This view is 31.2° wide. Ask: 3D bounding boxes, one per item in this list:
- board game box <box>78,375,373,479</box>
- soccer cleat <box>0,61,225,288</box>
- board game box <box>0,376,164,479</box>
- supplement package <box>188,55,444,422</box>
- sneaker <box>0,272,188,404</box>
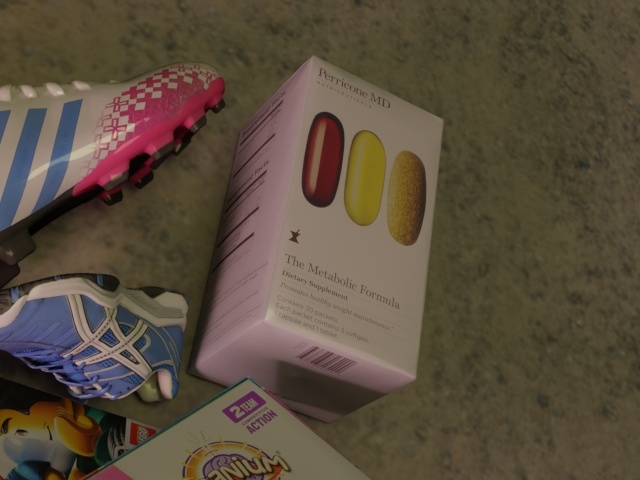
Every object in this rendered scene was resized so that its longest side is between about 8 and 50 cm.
[{"bbox_3d":[-0.004,0.238,0.690,0.316,0.064,0.242,38,30,17],"label":"board game box"},{"bbox_3d":[-0.208,-0.078,0.850,0.143,0.116,0.331,50,52,-2],"label":"soccer cleat"},{"bbox_3d":[-0.194,0.216,0.690,0.193,0.053,0.305,22,35,-22],"label":"board game box"},{"bbox_3d":[0.000,0.000,0.932,0.139,0.134,0.244,22,57,-22],"label":"supplement package"},{"bbox_3d":[-0.161,0.071,0.799,0.211,0.080,0.081,13,68,-56],"label":"sneaker"}]
